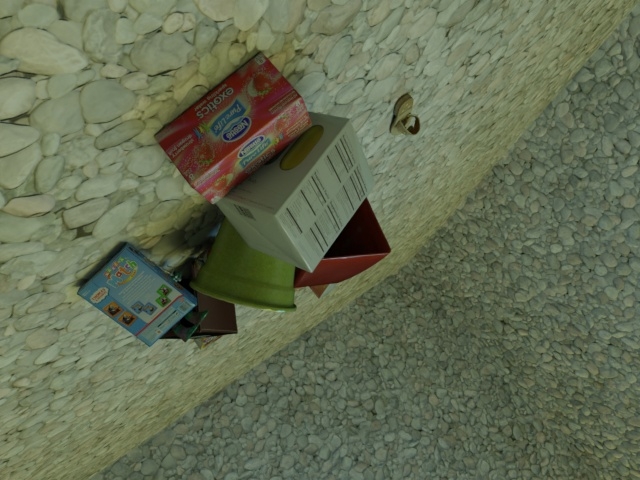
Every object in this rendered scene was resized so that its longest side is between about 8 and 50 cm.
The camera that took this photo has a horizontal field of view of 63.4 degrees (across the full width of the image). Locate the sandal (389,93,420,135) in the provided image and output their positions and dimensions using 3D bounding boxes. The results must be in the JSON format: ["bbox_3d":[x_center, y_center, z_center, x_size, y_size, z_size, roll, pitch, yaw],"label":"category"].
[{"bbox_3d":[0.276,-0.365,1.629,0.088,0.079,0.240,-39,165,-3],"label":"sandal"}]

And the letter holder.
[{"bbox_3d":[-0.380,0.182,1.564,0.152,0.214,0.302,-9,168,9],"label":"letter holder"}]

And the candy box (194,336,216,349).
[{"bbox_3d":[-0.434,0.356,2.058,0.109,0.053,0.186,-30,164,-33],"label":"candy box"}]

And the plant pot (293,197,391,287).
[{"bbox_3d":[0.000,0.000,1.526,0.268,0.267,0.235,-3,147,-30],"label":"plant pot"}]

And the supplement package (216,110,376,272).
[{"bbox_3d":[-0.053,-0.114,1.102,0.262,0.199,0.198,-54,141,-21],"label":"supplement package"}]

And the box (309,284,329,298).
[{"bbox_3d":[0.012,0.170,2.425,0.091,0.130,0.170,-30,161,-35],"label":"box"}]

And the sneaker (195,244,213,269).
[{"bbox_3d":[-0.277,0.038,1.506,0.093,0.088,0.225,-22,175,26],"label":"sneaker"}]

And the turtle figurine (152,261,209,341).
[{"bbox_3d":[-0.412,0.156,1.330,0.118,0.234,0.175,-47,-171,44],"label":"turtle figurine"}]

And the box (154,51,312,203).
[{"bbox_3d":[-0.158,-0.206,0.973,0.257,0.128,0.122,-39,165,-2],"label":"box"}]

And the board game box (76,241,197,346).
[{"bbox_3d":[-0.420,0.129,1.198,0.160,0.211,0.039,-41,-155,7],"label":"board game box"}]

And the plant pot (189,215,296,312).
[{"bbox_3d":[-0.164,0.022,1.310,0.276,0.276,0.253,14,90,-71],"label":"plant pot"}]
